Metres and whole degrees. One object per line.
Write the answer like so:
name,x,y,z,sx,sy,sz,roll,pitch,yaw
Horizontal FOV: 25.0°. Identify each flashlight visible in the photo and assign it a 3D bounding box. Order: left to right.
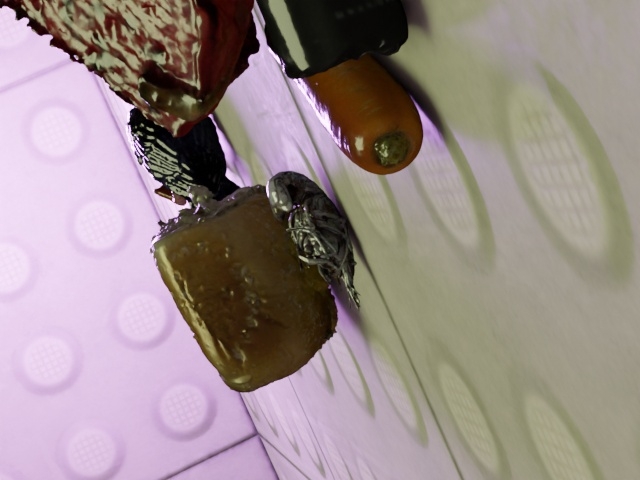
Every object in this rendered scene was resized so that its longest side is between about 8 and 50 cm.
flashlight,-0.053,-0.314,0.958,0.103,0.103,0.424,-156,43,-74

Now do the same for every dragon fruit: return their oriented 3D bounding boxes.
dragon fruit,-0.151,-0.257,1.158,0.330,0.240,0.302,98,149,-60

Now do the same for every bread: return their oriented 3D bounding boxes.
bread,-0.082,0.039,1.689,0.246,0.176,0.195,63,-178,-7

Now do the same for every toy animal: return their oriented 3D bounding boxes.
toy animal,-0.201,-0.126,2.033,0.298,0.122,0.185,54,165,42

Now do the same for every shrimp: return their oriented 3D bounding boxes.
shrimp,0.000,0.000,1.487,0.165,0.065,0.056,63,146,11

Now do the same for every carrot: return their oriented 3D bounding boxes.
carrot,0.020,-0.119,1.117,0.225,0.067,0.067,-125,14,-51
